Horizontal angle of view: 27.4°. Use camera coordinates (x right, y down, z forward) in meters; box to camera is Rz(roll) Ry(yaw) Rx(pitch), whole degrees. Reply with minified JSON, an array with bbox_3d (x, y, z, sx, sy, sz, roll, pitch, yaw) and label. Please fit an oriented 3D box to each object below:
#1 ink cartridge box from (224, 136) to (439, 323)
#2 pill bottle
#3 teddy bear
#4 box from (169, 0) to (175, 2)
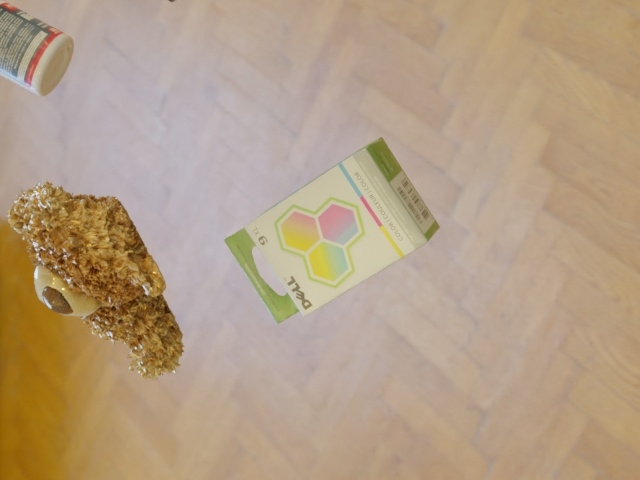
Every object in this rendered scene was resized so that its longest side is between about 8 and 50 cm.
[{"bbox_3d":[0.000,0.000,1.290,0.209,0.062,0.109,-32,94,24],"label":"ink cartridge box"},{"bbox_3d":[-0.485,-0.309,2.032,0.180,0.108,0.108,28,105,4],"label":"pill bottle"},{"bbox_3d":[-0.241,0.040,1.380,0.245,0.113,0.338,61,168,-13],"label":"teddy bear"},{"bbox_3d":[-0.149,-0.438,1.109,0.343,0.313,0.179,-58,13,-9],"label":"box"}]
